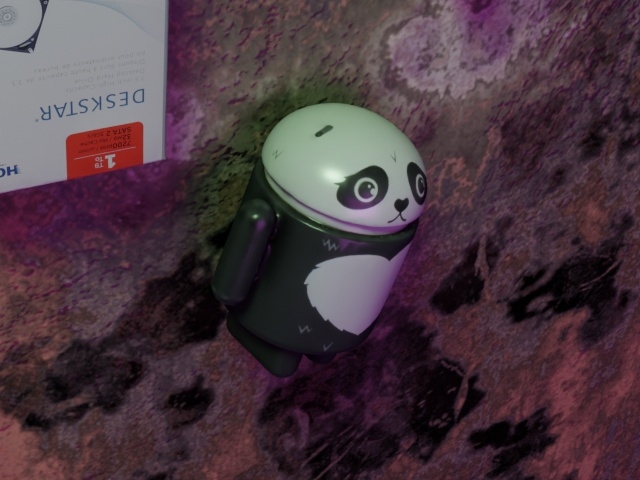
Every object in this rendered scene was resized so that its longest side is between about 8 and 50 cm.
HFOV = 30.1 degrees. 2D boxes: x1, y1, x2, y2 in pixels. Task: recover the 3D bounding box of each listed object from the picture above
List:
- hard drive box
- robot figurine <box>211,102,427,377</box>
[{"bbox_3d":[-0.217,-0.164,0.938,0.181,0.089,0.232,-15,133,-25],"label":"hard drive box"},{"bbox_3d":[0.000,0.002,1.175,0.174,0.209,0.278,20,119,-3],"label":"robot figurine"}]
